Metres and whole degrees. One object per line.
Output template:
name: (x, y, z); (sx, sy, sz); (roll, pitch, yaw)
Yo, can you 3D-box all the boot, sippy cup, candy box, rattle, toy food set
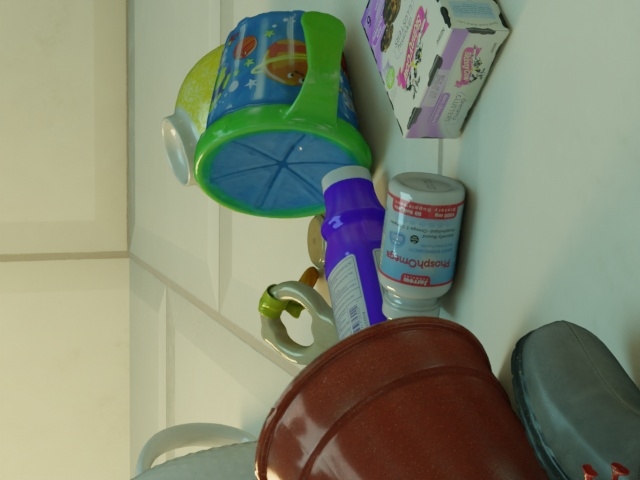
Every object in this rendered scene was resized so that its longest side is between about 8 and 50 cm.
boot: (0.279, 0.151, 0.823); (0.338, 0.118, 0.222); (62, 146, 31)
sippy cup: (-0.052, -0.181, 1.559); (0.305, 0.240, 0.224); (-20, 55, 29)
candy box: (0.120, -0.237, 1.263); (0.165, 0.070, 0.196); (112, 150, -48)
rattle: (0.020, 0.119, 1.642); (0.200, 0.143, 0.130); (13, 99, 33)
toy food set: (0.000, 0.000, 1.692); (0.082, 0.020, 0.083); (146, 120, -67)

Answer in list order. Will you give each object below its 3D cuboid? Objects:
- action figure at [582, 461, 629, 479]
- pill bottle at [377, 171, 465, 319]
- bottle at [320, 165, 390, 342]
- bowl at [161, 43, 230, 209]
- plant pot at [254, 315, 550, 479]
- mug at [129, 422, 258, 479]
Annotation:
action figure: (0.202, 0.218, 0.819); (0.030, 0.038, 0.115); (-132, 39, -73)
pill bottle: (0.110, 0.010, 1.285); (0.087, 0.087, 0.160); (-133, 44, -62)
bottle: (0.057, 0.044, 1.428); (0.118, 0.092, 0.282); (122, 142, -56)
bowl: (-0.160, -0.161, 1.822); (0.289, 0.156, 0.289); (50, 151, 41)
plant pot: (0.114, 0.255, 1.074); (0.265, 0.272, 0.272); (50, 138, 48)
mug: (-0.144, 0.402, 1.667); (0.374, 0.328, 0.276); (-118, 33, -51)
